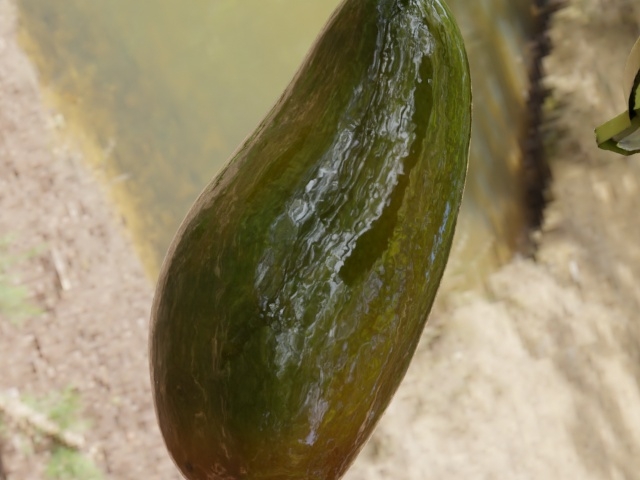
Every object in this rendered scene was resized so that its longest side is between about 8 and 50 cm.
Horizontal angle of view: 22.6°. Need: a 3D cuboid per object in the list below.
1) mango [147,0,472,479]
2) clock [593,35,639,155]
[{"bbox_3d":[0.003,0.004,0.847,0.146,0.129,0.289,38,73,-28],"label":"mango"},{"bbox_3d":[0.442,-0.176,1.624,0.277,0.293,0.071,17,48,-27],"label":"clock"}]
